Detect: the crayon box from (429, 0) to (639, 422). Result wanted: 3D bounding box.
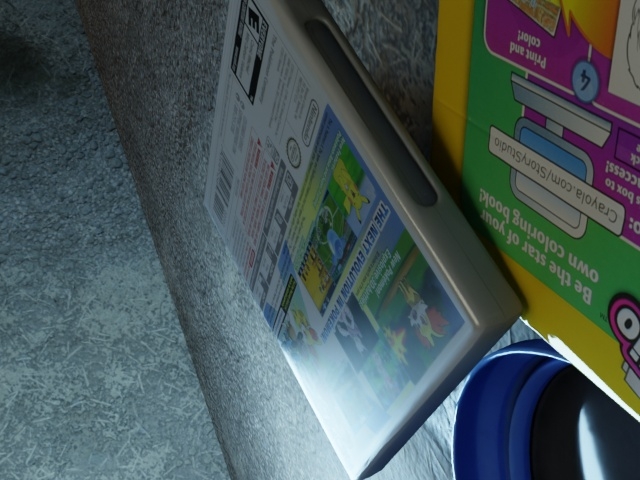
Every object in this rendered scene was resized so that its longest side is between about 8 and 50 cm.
[{"bbox_3d":[0.182,-0.065,0.373,0.363,0.106,0.313,-132,34,-53],"label":"crayon box"}]

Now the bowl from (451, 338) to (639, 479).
[{"bbox_3d":[0.235,0.252,0.659,0.391,0.077,0.391,50,150,45],"label":"bowl"}]

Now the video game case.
[{"bbox_3d":[0.000,0.000,0.661,0.299,0.036,0.329,60,156,21],"label":"video game case"}]
